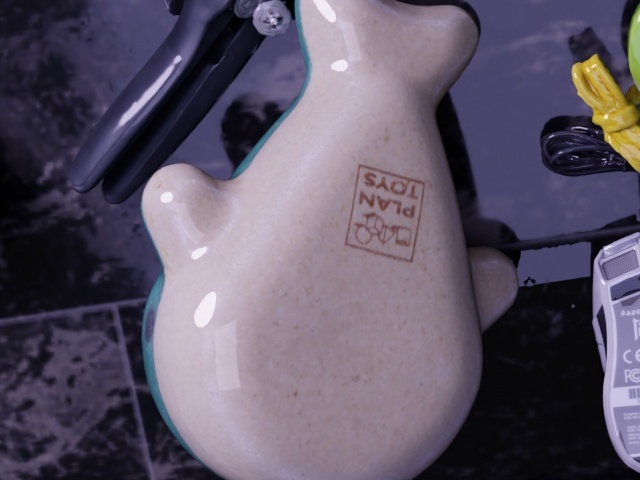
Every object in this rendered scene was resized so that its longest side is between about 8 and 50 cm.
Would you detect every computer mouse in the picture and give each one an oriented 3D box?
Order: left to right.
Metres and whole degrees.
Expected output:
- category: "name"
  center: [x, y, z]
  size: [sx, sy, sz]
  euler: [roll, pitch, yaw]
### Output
- category: "computer mouse"
  center: [0.177, 0.031, 0.947]
  size: [0.106, 0.042, 0.193]
  euler: [-4, 98, 4]

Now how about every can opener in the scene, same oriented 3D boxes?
- category: "can opener"
  center: [-0.071, -0.094, 0.946]
  size: [0.059, 0.073, 0.186]
  euler: [18, 114, -38]

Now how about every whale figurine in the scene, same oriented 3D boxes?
- category: "whale figurine"
  center: [0.000, 0.000, 0.926]
  size: [0.216, 0.141, 0.272]
  euler: [13, 84, -24]

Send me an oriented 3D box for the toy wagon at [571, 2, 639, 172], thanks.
- category: "toy wagon"
  center: [0.278, -0.159, 0.872]
  size: [0.344, 0.068, 0.267]
  euler: [-35, 97, 14]
